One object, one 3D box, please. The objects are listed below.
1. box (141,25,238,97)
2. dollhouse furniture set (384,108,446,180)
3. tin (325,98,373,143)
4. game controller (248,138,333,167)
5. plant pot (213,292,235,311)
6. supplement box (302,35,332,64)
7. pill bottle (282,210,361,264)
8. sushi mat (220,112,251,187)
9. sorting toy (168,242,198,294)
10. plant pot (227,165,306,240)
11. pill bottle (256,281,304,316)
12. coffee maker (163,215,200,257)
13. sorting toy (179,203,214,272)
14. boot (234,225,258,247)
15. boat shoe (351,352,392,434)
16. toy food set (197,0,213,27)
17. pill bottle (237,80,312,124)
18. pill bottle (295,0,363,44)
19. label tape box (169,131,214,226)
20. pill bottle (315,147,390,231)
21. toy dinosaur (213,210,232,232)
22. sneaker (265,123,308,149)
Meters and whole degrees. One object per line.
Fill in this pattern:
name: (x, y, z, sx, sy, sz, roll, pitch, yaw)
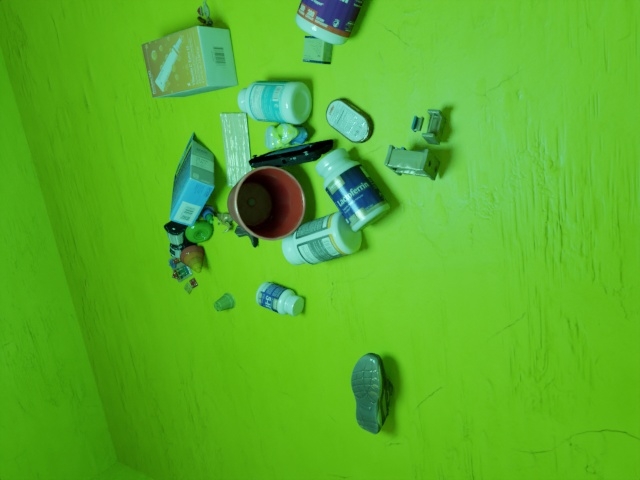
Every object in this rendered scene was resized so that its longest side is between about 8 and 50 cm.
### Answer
box: (-0.525, -0.705, 1.789, 0.345, 0.168, 0.215, 3, 108, 35)
dollhouse furniture set: (0.303, -0.296, 1.383, 0.129, 0.129, 0.184, 15, 89, 32)
tin: (0.097, -0.410, 1.529, 0.190, 0.040, 0.106, 41, 120, 18)
game controller: (-0.109, -0.317, 1.622, 0.319, 0.166, 0.067, -2, 122, 35)
plant pot: (-0.464, 0.301, 2.127, 0.083, 0.079, 0.083, 11, 110, 33)
supplement box: (-0.009, -0.646, 1.513, 0.083, 0.056, 0.083, 19, 115, 30)
pill bottle: (0.000, 0.000, 1.650, 0.278, 0.162, 0.162, -17, 94, 38)
sushi mat: (-0.352, -0.372, 1.869, 0.151, 0.019, 0.316, 7, 109, 33)
sorting toy: (-0.728, 0.149, 2.286, 0.132, 0.046, 0.274, -27, 89, 38)
plant pot: (-0.228, -0.141, 1.692, 0.243, 0.275, 0.275, 9, 112, 62)
pill bottle: (-0.168, 0.251, 1.881, 0.187, 0.112, 0.112, 16, 113, 31)
coffee maker: (-0.645, -0.020, 2.121, 0.120, 0.171, 0.178, 58, 153, 34)
sorting toy: (-0.544, 0.011, 2.037, 0.126, 0.127, 0.365, 54, 132, 39)
boot: (-0.327, -0.017, 1.954, 0.114, 0.037, 0.106, -5, 89, 33)
boat shoe: (0.203, 0.569, 1.712, 0.132, 0.130, 0.355, 17, 120, 34)
toy food set: (-0.468, -0.883, 1.785, 0.078, 0.019, 0.122, -14, 96, 37)
pill bottle: (-0.173, -0.504, 1.620, 0.264, 0.146, 0.146, 15, 113, 32)
pill bottle: (0.057, -0.780, 1.345, 0.181, 0.181, 0.323, 38, 123, 20)
label tape box: (-0.562, -0.273, 1.962, 0.249, 0.115, 0.348, -51, 33, 34)
pill bottle: (0.105, -0.175, 1.524, 0.153, 0.153, 0.265, -40, 80, 37)
toy dinosaur: (-0.411, -0.096, 1.972, 0.211, 0.064, 0.112, 1, 104, 35)
sneaker: (-0.123, -0.382, 1.665, 0.240, 0.126, 0.091, -158, 70, -63)
